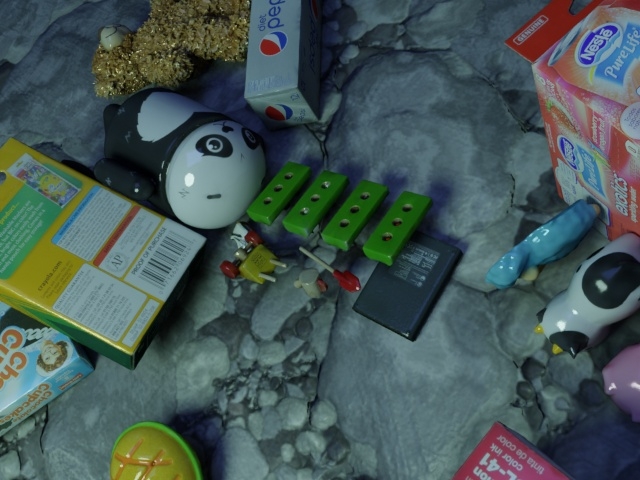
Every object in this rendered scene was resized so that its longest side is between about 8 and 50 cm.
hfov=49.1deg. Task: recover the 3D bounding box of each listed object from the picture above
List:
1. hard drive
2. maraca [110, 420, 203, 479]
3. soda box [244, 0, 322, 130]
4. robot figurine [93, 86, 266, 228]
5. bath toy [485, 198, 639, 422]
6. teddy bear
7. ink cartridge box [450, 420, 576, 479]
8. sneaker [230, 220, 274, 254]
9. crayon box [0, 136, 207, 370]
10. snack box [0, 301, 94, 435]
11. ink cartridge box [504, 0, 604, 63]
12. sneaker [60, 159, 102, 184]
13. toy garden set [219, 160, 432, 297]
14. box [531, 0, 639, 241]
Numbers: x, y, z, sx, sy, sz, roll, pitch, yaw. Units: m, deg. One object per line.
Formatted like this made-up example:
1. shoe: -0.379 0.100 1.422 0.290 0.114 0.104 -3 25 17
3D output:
1. hard drive: 0.114 0.054 0.924 0.094 0.022 0.135 26 78 30
2. maraca: -0.200 0.320 0.895 0.127 0.099 0.185 -31 83 19
3. soda box: -0.055 -0.326 1.127 0.091 0.098 0.286 -8 65 19
4. robot figurine: -0.211 -0.130 1.058 0.278 0.173 0.209 30 80 31
5. bath toy: 0.338 0.121 0.733 0.129 0.151 0.348 -31 62 -22
6. teddy bear: -0.256 -0.359 1.222 0.338 0.113 0.245 0 65 23
7. ink cartridge box: 0.140 0.343 0.660 0.306 0.226 0.131 -48 58 -4
8. sneaker: -0.101 0.009 1.036 0.083 0.032 0.037 47 113 29
9. crayon box: -0.353 0.015 0.995 0.323 0.083 0.203 28 60 0
10. snack box: -0.526 0.216 1.060 0.322 0.060 0.187 -36 57 -12
11. ink cartridge box: 0.424 -0.309 0.939 0.275 0.060 0.239 -41 59 1
12. sneaker: -0.391 0.026 1.118 0.121 0.111 0.300 -34 60 35
13. toy garden set: 0.000 0.000 0.952 0.244 0.049 0.204 19 59 34
14. box: 0.341 -0.108 0.738 0.142 0.300 0.154 -41 57 2
